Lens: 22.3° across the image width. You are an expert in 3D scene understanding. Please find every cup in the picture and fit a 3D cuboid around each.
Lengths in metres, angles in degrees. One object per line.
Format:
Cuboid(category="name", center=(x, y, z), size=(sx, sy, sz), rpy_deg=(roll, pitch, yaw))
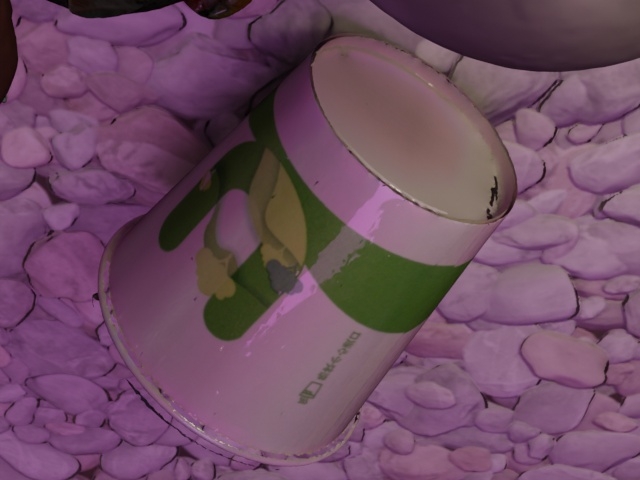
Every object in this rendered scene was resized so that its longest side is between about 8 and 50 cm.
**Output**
Cuboid(category="cup", center=(0.000, 0.000, 1.251), size=(0.253, 0.253, 0.274), rpy_deg=(28, 126, -22))

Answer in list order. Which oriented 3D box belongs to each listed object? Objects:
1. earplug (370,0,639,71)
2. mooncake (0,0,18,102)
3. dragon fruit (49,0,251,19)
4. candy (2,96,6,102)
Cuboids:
Cuboid(category="earplug", center=(0.102, -0.279, 0.838), size=(0.313, 0.312, 0.394), rpy_deg=(-11, 129, 19))
Cuboid(category="mooncake", center=(-0.344, -0.186, 1.053), size=(0.333, 0.174, 0.326), rpy_deg=(60, 150, -1))
Cuboid(category="dragon fruit", center=(-0.145, -0.259, 1.063), size=(0.268, 0.130, 0.295), rpy_deg=(24, 135, -25))
Cuboid(category="candy", center=(-0.296, -0.163, 1.252), size=(0.056, 0.049, 0.184), rpy_deg=(15, 154, 38))
